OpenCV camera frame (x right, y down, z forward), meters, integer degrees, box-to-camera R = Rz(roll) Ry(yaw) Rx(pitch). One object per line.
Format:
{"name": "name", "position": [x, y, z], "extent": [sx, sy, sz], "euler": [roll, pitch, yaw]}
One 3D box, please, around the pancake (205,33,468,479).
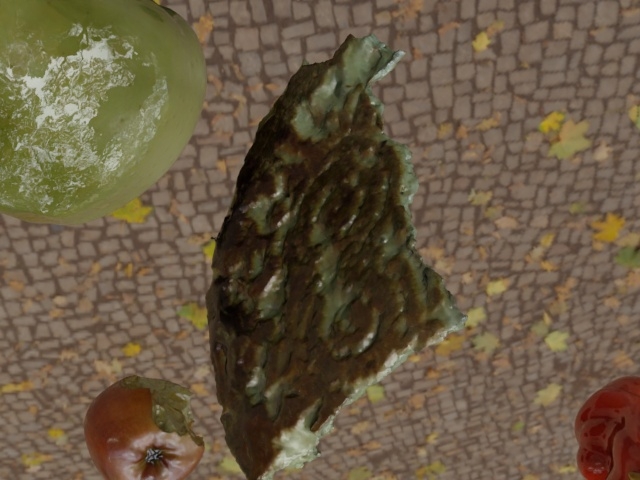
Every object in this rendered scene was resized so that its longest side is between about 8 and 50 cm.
{"name": "pancake", "position": [-0.004, 0.003, 0.756], "extent": [0.305, 0.426, 0.067], "euler": [-32, 140, 33]}

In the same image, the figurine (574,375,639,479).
{"name": "figurine", "position": [0.291, 0.149, 0.569], "extent": [0.257, 0.208, 0.180], "euler": [-42, 127, -26]}

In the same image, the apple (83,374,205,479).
{"name": "apple", "position": [-0.238, 0.265, 1.046], "extent": [0.147, 0.158, 0.156], "euler": [-28, 105, 0]}

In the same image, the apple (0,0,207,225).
{"name": "apple", "position": [-0.333, -0.200, 0.985], "extent": [0.358, 0.357, 0.357], "euler": [-7, 134, -7]}
